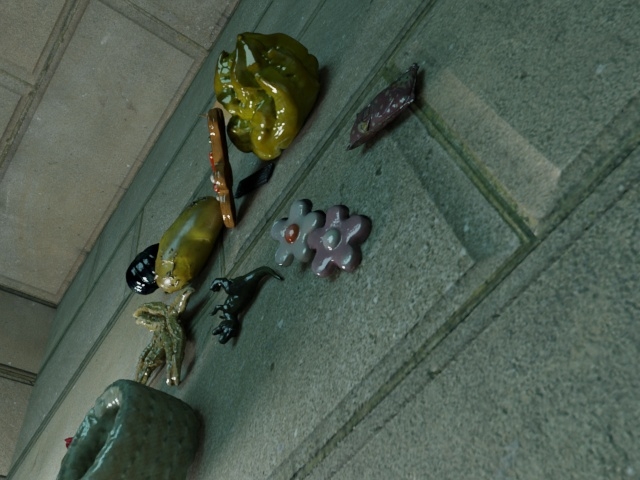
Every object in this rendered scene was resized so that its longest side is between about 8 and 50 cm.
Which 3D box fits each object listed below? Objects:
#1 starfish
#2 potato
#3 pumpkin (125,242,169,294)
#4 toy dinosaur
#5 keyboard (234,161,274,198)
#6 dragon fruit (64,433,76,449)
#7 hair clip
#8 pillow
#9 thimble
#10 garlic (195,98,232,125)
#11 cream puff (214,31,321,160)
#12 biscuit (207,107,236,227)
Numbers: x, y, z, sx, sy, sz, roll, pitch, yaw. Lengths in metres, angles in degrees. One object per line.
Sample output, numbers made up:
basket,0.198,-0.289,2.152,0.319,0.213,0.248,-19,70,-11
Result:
starfish,-0.457,0.288,1.584,0.431,0.082,0.324,-23,50,45
potato,-0.376,0.007,1.634,0.173,0.140,0.301,15,75,58
pumpkin,-0.529,0.087,1.818,0.194,0.150,0.194,-45,31,37
toy dinosaur,-0.157,0.142,1.265,0.178,0.087,0.187,12,92,26
keyboard,-0.187,-0.165,1.593,0.204,0.013,0.061,-16,52,55
dragon fruit,-0.517,0.591,1.396,0.211,0.134,0.262,-32,55,28
hair clip,-0.005,-0.004,1.077,0.257,0.075,0.146,11,71,57
pillow,0.122,-0.252,1.101,0.185,0.043,0.118,-31,35,42
thimble,-0.406,0.444,1.201,0.291,0.195,0.292,-38,29,25
garlic,-0.295,-0.464,1.890,0.245,0.164,0.146,-38,53,49
cream puff,-0.166,-0.392,1.505,0.324,0.257,0.291,-3,60,60
biscuit,-0.268,-0.191,1.537,0.205,0.049,0.324,-107,9,-77
